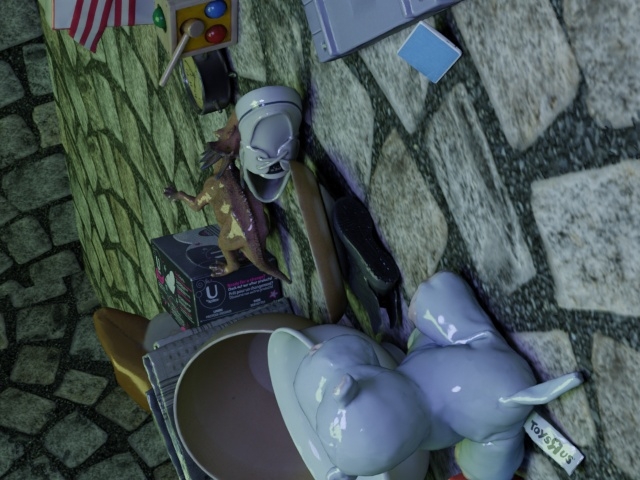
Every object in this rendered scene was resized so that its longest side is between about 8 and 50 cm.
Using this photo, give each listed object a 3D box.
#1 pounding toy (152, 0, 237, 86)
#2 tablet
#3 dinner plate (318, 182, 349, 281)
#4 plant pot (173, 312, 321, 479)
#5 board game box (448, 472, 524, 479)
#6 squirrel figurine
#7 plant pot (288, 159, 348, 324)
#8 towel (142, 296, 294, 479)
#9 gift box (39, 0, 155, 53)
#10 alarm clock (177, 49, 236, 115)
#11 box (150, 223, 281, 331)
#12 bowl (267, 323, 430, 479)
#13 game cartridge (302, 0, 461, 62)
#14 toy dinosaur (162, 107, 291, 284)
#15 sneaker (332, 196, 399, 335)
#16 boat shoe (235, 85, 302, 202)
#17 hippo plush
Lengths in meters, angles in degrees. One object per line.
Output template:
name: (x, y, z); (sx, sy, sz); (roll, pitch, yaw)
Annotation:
pounding toy: (-0.198, -0.328, 1.872); (0.130, 0.141, 0.100); (95, 151, -51)
tablet: (0.112, -0.193, 1.265); (0.054, 0.006, 0.083); (38, 161, -2)
dinner plate: (0.021, -0.012, 1.686); (0.141, 0.017, 0.141); (167, 90, -89)
plant pot: (-0.061, 0.221, 1.865); (0.191, 0.284, 0.284); (-68, -31, -65)
board game box: (0.256, 0.435, 1.386); (0.242, 0.064, 0.317); (-161, 55, -68)
squirrel figurine: (-0.247, 0.327, 2.461); (0.370, 0.281, 0.397); (88, 160, -56)
plant pot: (0.000, 0.000, 1.682); (0.236, 0.032, 0.236); (-14, -90, -90)
towel: (-0.127, 0.277, 1.983); (0.056, 0.324, 0.312); (-18, 91, 46)
gift box: (-0.335, -0.465, 1.981); (0.258, 0.255, 0.276); (-128, 32, -51)
alarm clock: (-0.198, -0.281, 2.042); (0.192, 0.064, 0.129); (32, 137, 60)
box: (-0.184, 0.073, 2.182); (0.247, 0.163, 0.142); (-143, 42, -60)
bowl: (0.059, 0.226, 1.631); (0.298, 0.134, 0.298); (48, 152, 37)
game cartridge: (0.038, -0.329, 1.313); (0.230, 0.068, 0.355); (69, 162, -5)
toy dinosaur: (-0.131, -0.055, 1.985); (0.296, 0.127, 0.200); (62, 147, 3)
sneaker: (0.056, 0.032, 1.612); (0.170, 0.051, 0.089); (60, 154, 24)
boat shoe: (-0.074, -0.131, 1.747); (0.267, 0.096, 0.088); (115, 144, -67)
hippo plush: (0.102, 0.196, 1.330); (0.294, 0.236, 0.234); (-133, 31, -53)
